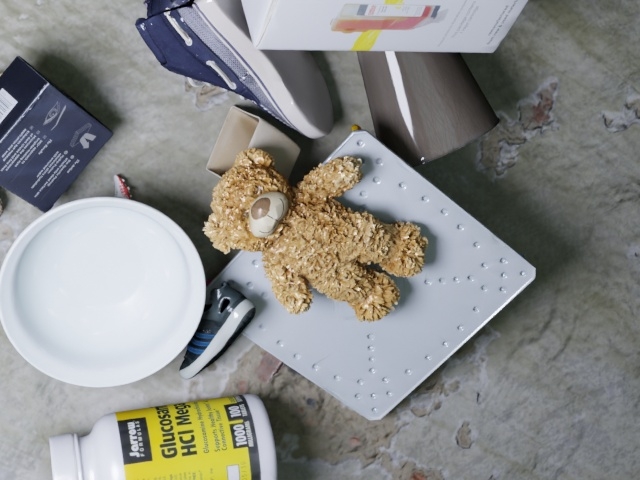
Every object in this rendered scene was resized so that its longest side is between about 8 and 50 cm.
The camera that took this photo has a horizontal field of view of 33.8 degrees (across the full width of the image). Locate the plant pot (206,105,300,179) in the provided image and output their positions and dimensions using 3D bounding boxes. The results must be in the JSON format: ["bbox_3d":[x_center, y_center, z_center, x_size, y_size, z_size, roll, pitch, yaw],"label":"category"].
[{"bbox_3d":[-0.097,-0.133,1.626,0.096,0.109,0.109,20,96,-32],"label":"plant pot"}]

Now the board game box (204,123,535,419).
[{"bbox_3d":[0.074,0.063,1.681,0.390,0.050,0.390,36,111,-21],"label":"board game box"}]

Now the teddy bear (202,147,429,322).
[{"bbox_3d":[0.000,0.000,1.551,0.245,0.113,0.338,-39,114,14],"label":"teddy bear"}]

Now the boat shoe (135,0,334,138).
[{"bbox_3d":[-0.126,-0.267,1.585,0.158,0.127,0.340,-14,133,32],"label":"boat shoe"}]

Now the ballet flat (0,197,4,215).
[{"bbox_3d":[-0.552,-0.109,1.491,0.058,0.084,0.250,-29,124,32],"label":"ballet flat"}]

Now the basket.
[{"bbox_3d":[0.147,-0.251,1.648,0.204,0.154,0.227,-26,105,-7],"label":"basket"}]

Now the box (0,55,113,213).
[{"bbox_3d":[-0.409,-0.147,1.494,0.156,0.093,0.158,-50,146,-1],"label":"box"}]

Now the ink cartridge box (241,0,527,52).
[{"bbox_3d":[0.071,-0.418,1.485,0.384,0.160,0.279,-4,60,-23],"label":"ink cartridge box"}]

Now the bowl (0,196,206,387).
[{"bbox_3d":[-0.325,0.058,1.572,0.297,0.134,0.298,-4,111,-12],"label":"bowl"}]

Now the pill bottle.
[{"bbox_3d":[-0.247,0.352,1.643,0.333,0.188,0.188,-6,104,-16],"label":"pill bottle"}]

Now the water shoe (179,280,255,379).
[{"bbox_3d":[-0.175,0.139,1.657,0.080,0.073,0.203,47,125,7],"label":"water shoe"}]

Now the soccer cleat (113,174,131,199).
[{"bbox_3d":[-0.306,-0.060,1.616,0.035,0.029,0.083,-23,112,-15],"label":"soccer cleat"}]

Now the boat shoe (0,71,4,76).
[{"bbox_3d":[-0.515,-0.206,1.508,0.170,0.063,0.059,-15,94,-14],"label":"boat shoe"}]
